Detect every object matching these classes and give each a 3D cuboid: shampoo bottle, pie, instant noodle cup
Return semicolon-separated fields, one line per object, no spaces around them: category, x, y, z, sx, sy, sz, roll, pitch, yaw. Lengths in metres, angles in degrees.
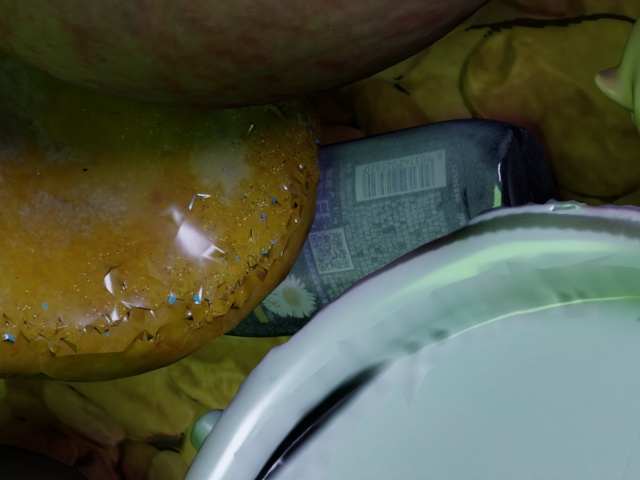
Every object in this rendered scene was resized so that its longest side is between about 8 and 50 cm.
shampoo bottle;0.000;0.000;0.917;0.233;0.049;0.087;-10;97;37
pie;-0.128;-0.052;0.846;0.273;0.273;0.069;47;139;9
instant noodle cup;0.114;0.161;0.670;0.340;0.340;0.266;4;147;33

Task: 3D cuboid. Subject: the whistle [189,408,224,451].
whistle;0.035;0.163;0.935;0.244;0.110;0.092;43;95;13

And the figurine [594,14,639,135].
figurine;0.169;-0.027;0.754;0.114;0.108;0.196;35;154;25

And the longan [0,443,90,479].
longan;-0.197;0.205;1.055;0.198;0.198;0.212;51;128;6

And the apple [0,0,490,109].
apple;-0.047;-0.206;0.724;0.344;0.269;0.345;13;116;29
